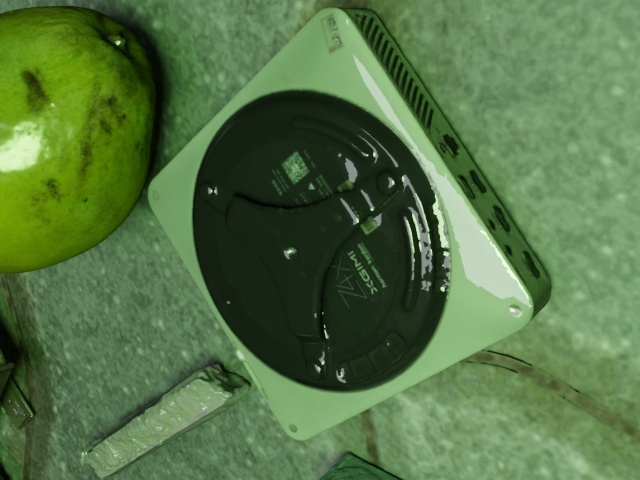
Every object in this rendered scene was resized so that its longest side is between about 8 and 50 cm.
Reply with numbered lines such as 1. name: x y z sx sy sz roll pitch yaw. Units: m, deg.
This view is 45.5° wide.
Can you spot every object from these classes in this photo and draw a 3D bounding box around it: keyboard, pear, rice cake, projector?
1. keyboard: -0.410 0.180 0.978 0.129 0.015 0.049 54 132 8
2. pear: -0.248 -0.084 0.656 0.269 0.212 0.212 -43 79 28
3. rice cake: -0.169 0.189 0.786 0.270 0.055 0.049 -36 94 37
4. projector: 0.000 0.000 0.587 0.259 0.079 0.257 -37 82 36

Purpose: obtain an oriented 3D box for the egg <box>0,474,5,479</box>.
1. egg: -0.481 0.380 0.995 0.169 0.169 0.236 -21 93 38

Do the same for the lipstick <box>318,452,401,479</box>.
1. lipstick: 0.134 0.275 0.593 0.317 0.066 0.068 21 117 28

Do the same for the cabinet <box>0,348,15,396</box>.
1. cabinet: -0.483 0.147 0.913 0.175 0.148 0.215 57 135 18
